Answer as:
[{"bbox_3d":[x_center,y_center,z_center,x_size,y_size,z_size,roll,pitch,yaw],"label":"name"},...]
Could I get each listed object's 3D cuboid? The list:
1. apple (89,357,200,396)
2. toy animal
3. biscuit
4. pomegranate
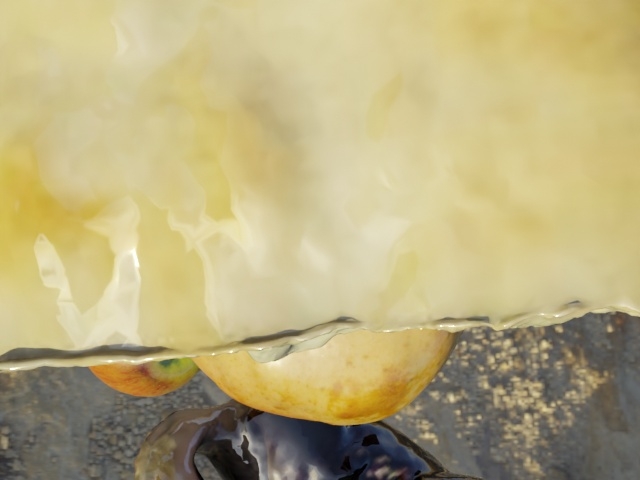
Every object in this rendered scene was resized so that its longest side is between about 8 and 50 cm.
[{"bbox_3d":[-0.248,0.131,1.326,0.196,0.196,0.195,9,76,-36],"label":"apple"},{"bbox_3d":[0.030,0.235,0.726,0.303,0.194,0.344,-23,75,-44],"label":"toy animal"},{"bbox_3d":[-0.074,-0.132,0.435,0.104,0.430,0.445,9,67,-71],"label":"biscuit"},{"bbox_3d":[-0.001,0.017,0.590,0.207,0.207,0.207,9,76,-36],"label":"pomegranate"}]
